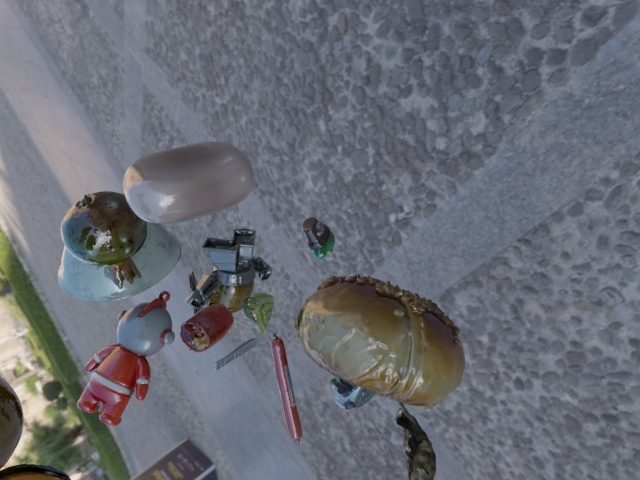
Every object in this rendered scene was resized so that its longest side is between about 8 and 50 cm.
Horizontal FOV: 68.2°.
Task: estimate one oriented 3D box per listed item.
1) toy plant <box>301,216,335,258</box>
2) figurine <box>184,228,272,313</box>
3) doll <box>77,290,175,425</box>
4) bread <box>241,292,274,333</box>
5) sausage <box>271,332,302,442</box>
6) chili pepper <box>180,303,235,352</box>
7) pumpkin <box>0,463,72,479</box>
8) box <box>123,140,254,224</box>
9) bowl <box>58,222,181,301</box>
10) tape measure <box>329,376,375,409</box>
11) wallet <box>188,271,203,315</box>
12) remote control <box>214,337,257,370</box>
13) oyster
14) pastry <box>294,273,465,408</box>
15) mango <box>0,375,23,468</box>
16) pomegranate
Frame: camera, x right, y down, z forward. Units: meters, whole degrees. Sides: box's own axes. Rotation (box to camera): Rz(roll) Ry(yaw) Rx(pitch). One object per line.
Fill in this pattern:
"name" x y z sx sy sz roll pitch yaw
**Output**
"toy plant" 0.000 0.000 1.831 0.105 0.143 0.200 -15 135 26
"figurine" -0.308 0.124 1.634 0.167 0.343 0.284 44 137 52
"doll" -0.470 0.278 1.183 0.200 0.336 0.105 16 161 23
"bread" -0.256 0.277 1.843 0.103 0.110 0.156 8 81 35
"sausage" -0.076 0.326 1.039 0.034 0.034 0.253 -4 99 55
"chili pepper" -0.260 0.200 1.158 0.084 0.192 0.086 -22 95 24
"pumpkin" -0.773 0.719 1.181 0.256 0.303 0.225 -128 48 -78
"box" -0.207 -0.095 0.752 0.146 0.200 0.088 48 150 47
"bowl" -0.535 -0.001 1.218 0.313 0.313 0.146 32 140 38
"tape measure" 0.165 0.576 1.955 0.147 0.275 0.256 37 150 30
"wallet" -0.455 0.236 1.743 0.122 0.031 0.232 82 169 -49
"remote control" -0.313 0.414 1.736 0.027 0.184 0.050 42 141 27
"oyster" 0.279 0.609 1.416 0.094 0.166 0.294 -20 78 24
"pastry" 0.141 0.223 1.108 0.410 0.245 0.409 22 170 4
"mango" -0.513 0.222 0.599 0.211 0.173 0.317 13 142 3
"pomegranate" -0.422 -0.002 0.950 0.159 0.159 0.205 18 128 47
